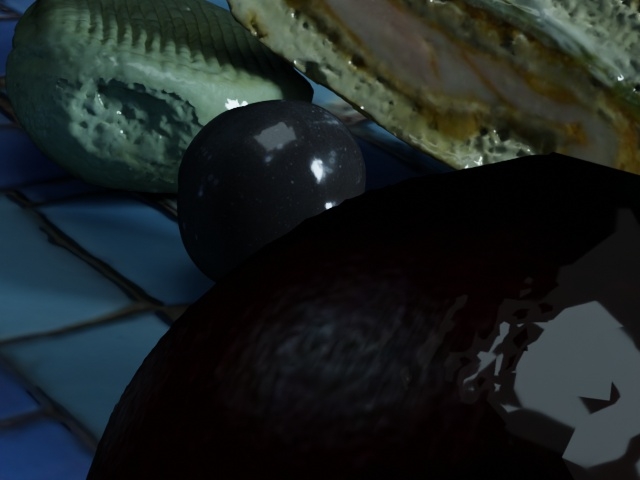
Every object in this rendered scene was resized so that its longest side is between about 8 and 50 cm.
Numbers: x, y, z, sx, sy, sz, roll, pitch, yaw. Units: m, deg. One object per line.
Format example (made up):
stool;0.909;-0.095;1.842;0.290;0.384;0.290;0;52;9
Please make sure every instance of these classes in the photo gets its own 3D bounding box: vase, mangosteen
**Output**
vase;0.000;0.000;0.981;0.120;0.120;0.183;-17;48;-42
mangosteen;0.063;0.121;0.502;0.297;0.297;0.293;19;25;27

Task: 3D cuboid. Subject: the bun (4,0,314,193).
bun;-0.114;-0.095;1.160;0.221;0.108;0.221;14;21;-5

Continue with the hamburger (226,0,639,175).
hamburger;0.097;-0.138;1.159;0.330;0.162;0.209;27;9;3
